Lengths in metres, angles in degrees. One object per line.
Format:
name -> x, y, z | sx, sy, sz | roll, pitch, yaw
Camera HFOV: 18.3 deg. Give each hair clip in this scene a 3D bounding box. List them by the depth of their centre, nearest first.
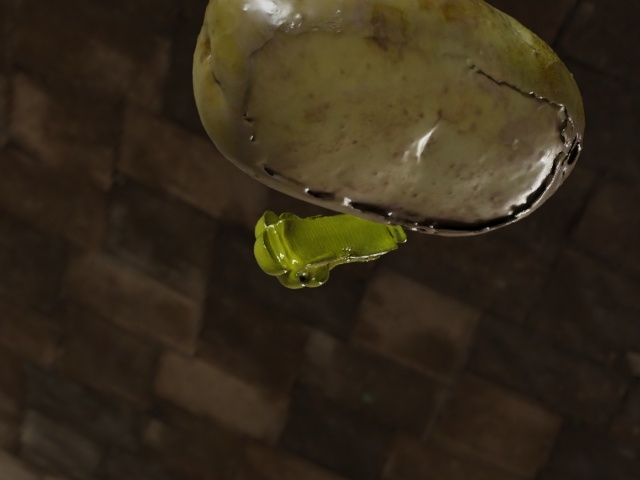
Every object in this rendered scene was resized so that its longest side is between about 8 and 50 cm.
hair clip -> 0.000, 0.000, 1.670 | 0.046, 0.173, 0.072 | -39, 77, 34

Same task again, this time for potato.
potato -> 0.029, -0.058, 0.808 | 0.170, 0.080, 0.107 | 11, 117, -22
